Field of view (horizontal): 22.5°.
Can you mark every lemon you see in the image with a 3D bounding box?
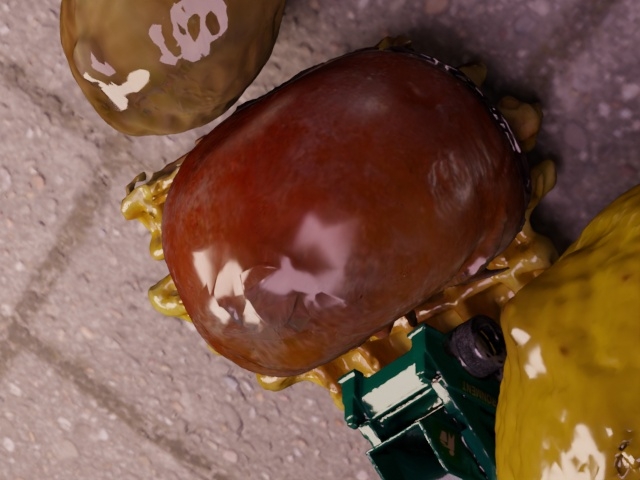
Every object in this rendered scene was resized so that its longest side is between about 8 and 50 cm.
[{"bbox_3d":[0.258,0.111,0.860,0.336,0.336,0.336,11,121,18],"label":"lemon"}]

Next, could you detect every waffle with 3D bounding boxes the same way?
[{"bbox_3d":[0.019,-0.013,1.046,0.309,0.065,0.283,16,123,11],"label":"waffle"}]

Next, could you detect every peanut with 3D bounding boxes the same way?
[{"bbox_3d":[-0.086,-0.143,0.982,0.159,0.109,0.140,-32,86,23],"label":"peanut"}]

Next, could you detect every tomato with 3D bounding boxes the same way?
[{"bbox_3d":[0.000,0.000,0.934,0.214,0.155,0.181,-36,97,35],"label":"tomato"}]

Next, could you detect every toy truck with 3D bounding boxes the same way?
[{"bbox_3d":[0.117,0.143,1.017,0.216,0.116,0.110,29,134,-29],"label":"toy truck"}]
